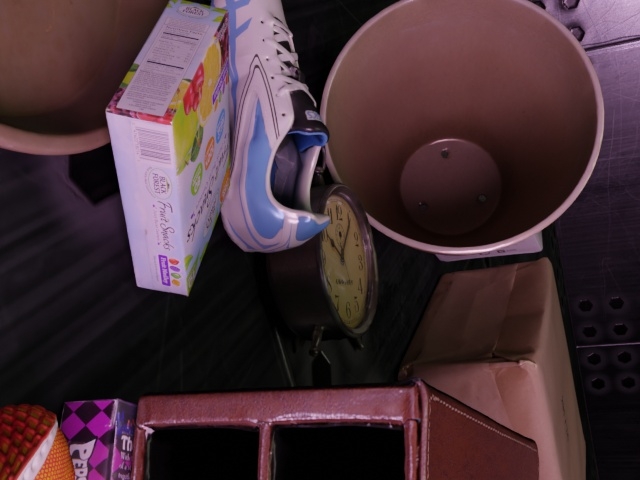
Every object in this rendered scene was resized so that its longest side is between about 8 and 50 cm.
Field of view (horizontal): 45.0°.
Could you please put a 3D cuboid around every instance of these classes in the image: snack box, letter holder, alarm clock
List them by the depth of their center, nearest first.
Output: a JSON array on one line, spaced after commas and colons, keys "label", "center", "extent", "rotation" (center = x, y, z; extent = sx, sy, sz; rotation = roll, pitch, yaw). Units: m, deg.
[{"label": "snack box", "center": [-0.081, -0.050, 0.446], "extent": [0.141, 0.037, 0.100], "rotation": [98, 6, -49]}, {"label": "letter holder", "center": [0.034, 0.214, 0.454], "extent": [0.302, 0.152, 0.214], "rotation": [37, 50, -60]}, {"label": "alarm clock", "center": [0.000, 0.000, 0.655], "extent": [0.129, 0.064, 0.191], "rotation": [13, 74, -65]}]

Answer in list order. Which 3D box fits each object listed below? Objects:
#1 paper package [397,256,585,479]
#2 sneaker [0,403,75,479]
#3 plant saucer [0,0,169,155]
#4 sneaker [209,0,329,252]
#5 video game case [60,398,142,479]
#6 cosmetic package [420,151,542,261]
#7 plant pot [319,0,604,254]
[{"label": "paper package", "center": [0.244, 0.228, 1.025], "extent": [0.309, 0.168, 0.324], "rotation": [-50, 127, -60]}, {"label": "sneaker", "center": [-0.143, 0.138, 0.286], "extent": [0.175, 0.064, 0.067], "rotation": [-55, 143, -54]}, {"label": "plant saucer", "center": [-0.160, -0.176, 0.367], "extent": [0.278, 0.041, 0.277], "rotation": [-7, 90, -68]}, {"label": "sneaker", "center": [-0.034, -0.109, 0.583], "extent": [0.085, 0.086, 0.237], "rotation": [12, 71, -64]}, {"label": "video game case", "center": [-0.074, 0.217, 0.444], "extent": [0.232, 0.042, 0.210], "rotation": [42, 46, -57]}, {"label": "cosmetic package", "center": [0.217, -0.085, 1.074], "extent": [0.151, 0.151, 0.183], "rotation": [42, 47, -57]}, {"label": "plant pot", "center": [0.146, -0.090, 0.836], "extent": [0.274, 0.257, 0.256], "rotation": [50, 36, -77]}]
